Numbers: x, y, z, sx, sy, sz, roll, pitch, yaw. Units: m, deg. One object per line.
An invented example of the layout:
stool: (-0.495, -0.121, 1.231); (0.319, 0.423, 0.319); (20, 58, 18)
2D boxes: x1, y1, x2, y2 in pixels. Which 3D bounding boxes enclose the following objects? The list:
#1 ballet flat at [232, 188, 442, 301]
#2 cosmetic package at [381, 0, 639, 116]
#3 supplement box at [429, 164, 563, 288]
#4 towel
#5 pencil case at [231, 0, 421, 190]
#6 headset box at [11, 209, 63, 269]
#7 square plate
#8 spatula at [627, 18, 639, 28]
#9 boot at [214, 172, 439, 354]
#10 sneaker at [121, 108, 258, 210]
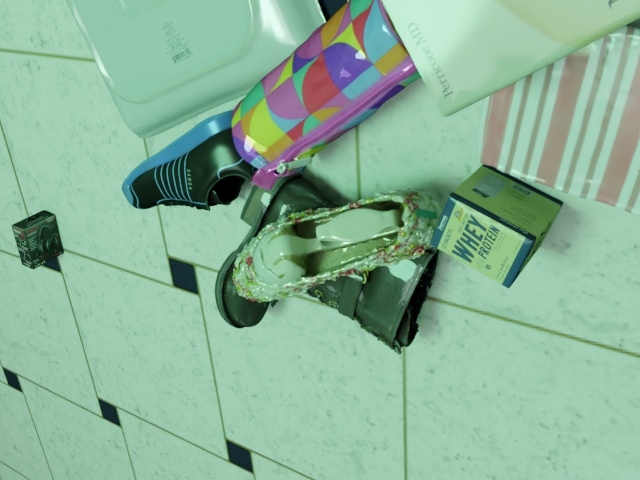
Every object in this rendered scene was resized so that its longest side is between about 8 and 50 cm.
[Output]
ballet flat: (0.000, 0.000, 0.681); (0.241, 0.077, 0.091); (-20, 74, 22)
cosmetic package: (0.186, -0.221, 0.429); (0.310, 0.113, 0.160); (-26, 98, 36)
supplement box: (0.159, -0.016, 0.626); (0.083, 0.083, 0.056); (31, 131, 20)
towel: (0.226, -0.102, 0.552); (0.197, 0.029, 0.144); (24, 128, 27)
pencil case: (0.012, -0.143, 0.650); (0.236, 0.104, 0.104); (-34, 92, 42)
headset box: (-0.457, -0.005, 1.120); (0.032, 0.062, 0.083); (18, 125, 28)
square plate: (-0.183, -0.301, 0.743); (0.347, 0.049, 0.343); (-11, 108, 41)
spatula: (0.272, -0.175, 0.491); (0.242, 0.019, 0.168); (-31, 95, 44)
boot: (0.004, 0.056, 0.784); (0.229, 0.091, 0.262); (34, 129, 18)
sneaker: (-0.156, -0.070, 0.834); (0.232, 0.081, 0.090); (-26, 88, 42)
